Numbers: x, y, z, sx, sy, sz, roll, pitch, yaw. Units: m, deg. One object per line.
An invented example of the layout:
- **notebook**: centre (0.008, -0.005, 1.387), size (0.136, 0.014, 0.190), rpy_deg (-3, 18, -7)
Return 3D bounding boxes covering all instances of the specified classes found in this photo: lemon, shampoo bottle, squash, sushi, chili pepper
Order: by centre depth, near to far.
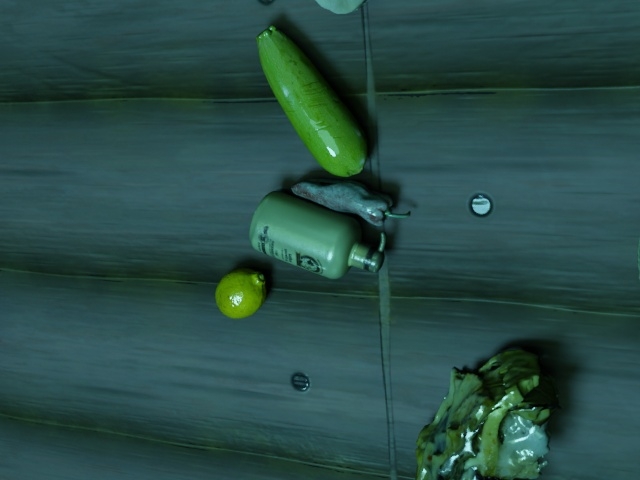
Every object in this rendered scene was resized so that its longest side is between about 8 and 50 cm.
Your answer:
- **squash**: centre (-0.012, -0.161, 1.031), size (0.066, 0.066, 0.201), rpy_deg (-33, 90, 29)
- **chili pepper**: centre (0.032, -0.052, 1.051), size (0.153, 0.050, 0.041), rpy_deg (22, 90, 22)
- **sushi**: centre (0.185, 0.251, 1.055), size (0.131, 0.139, 0.291), rpy_deg (18, 116, -4)
- **shampoo bottle**: centre (0.000, 0.000, 1.068), size (0.162, 0.079, 0.079), rpy_deg (21, 114, 17)
- **lemon**: centre (-0.101, 0.067, 1.145), size (0.083, 0.062, 0.062), rpy_deg (-40, 88, 31)

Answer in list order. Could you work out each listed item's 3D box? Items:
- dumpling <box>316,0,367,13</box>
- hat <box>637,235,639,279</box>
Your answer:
- **dumpling**: centre (-0.021, -0.360, 0.950), size (0.172, 0.142, 0.247), rpy_deg (14, 125, 57)
- **hat**: centre (0.432, 0.047, 0.863), size (0.252, 0.252, 0.110), rpy_deg (11, 149, 21)
